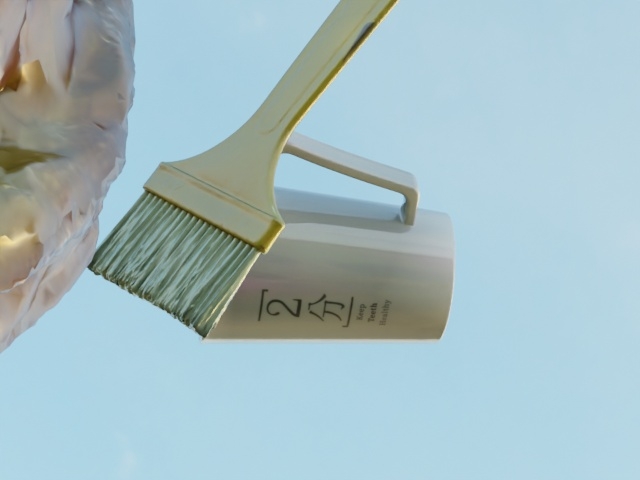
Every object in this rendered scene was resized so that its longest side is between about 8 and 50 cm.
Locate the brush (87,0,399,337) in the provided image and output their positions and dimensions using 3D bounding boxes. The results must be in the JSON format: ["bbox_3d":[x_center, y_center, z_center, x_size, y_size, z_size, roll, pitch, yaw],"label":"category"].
[{"bbox_3d":[-0.013,-0.056,0.716,0.083,0.205,0.011,27,-14,46],"label":"brush"}]

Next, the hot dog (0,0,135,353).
[{"bbox_3d":[-0.114,-0.092,0.353,0.259,0.114,0.175,51,-11,28],"label":"hot dog"}]

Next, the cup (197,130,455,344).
[{"bbox_3d":[0.000,0.000,0.768,0.116,0.074,0.104,4,-61,-6],"label":"cup"}]
